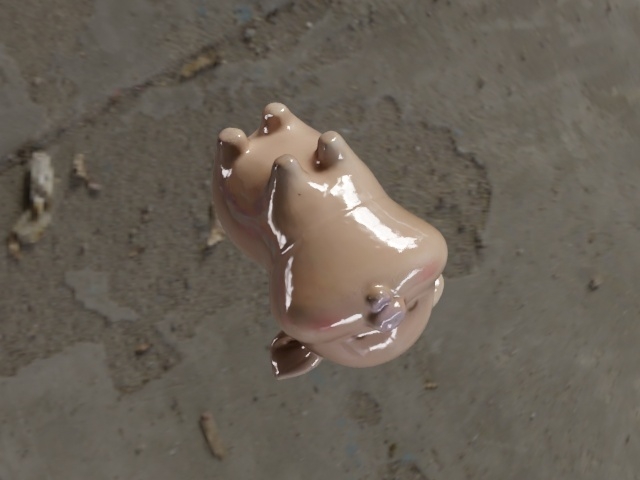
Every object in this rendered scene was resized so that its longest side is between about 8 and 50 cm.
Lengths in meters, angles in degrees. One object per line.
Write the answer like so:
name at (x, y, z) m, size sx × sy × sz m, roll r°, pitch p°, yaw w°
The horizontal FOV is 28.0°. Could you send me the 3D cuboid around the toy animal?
toy animal at (0.000, 0.000, 1.463) m, size 0.237 × 0.269 × 0.326 m, roll -30°, pitch 38°, yaw -11°
